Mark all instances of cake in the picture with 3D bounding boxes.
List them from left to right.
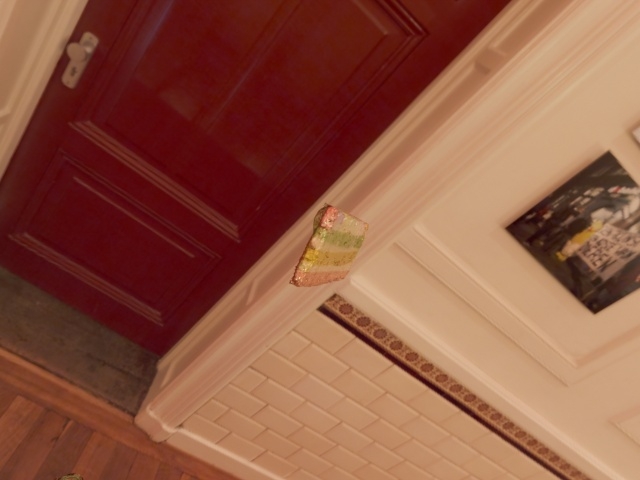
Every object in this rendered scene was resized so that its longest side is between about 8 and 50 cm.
[{"bbox_3d":[0.019,0.010,0.619,0.090,0.109,0.225,28,6,0],"label":"cake"}]

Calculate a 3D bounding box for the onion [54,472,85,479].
[{"bbox_3d":[-0.755,0.760,1.248,0.118,0.118,0.117,48,6,4],"label":"onion"}]
